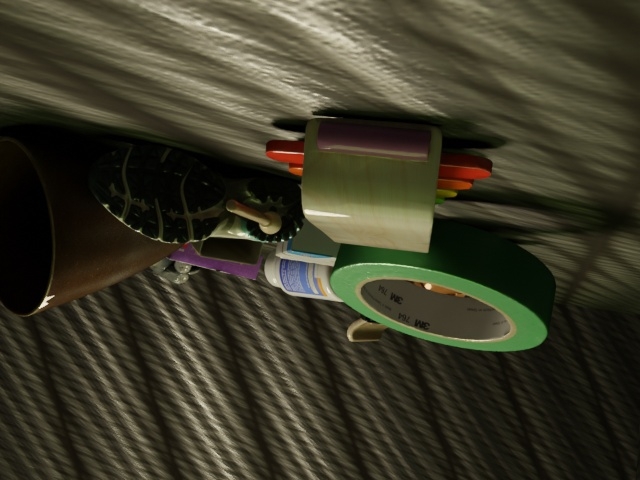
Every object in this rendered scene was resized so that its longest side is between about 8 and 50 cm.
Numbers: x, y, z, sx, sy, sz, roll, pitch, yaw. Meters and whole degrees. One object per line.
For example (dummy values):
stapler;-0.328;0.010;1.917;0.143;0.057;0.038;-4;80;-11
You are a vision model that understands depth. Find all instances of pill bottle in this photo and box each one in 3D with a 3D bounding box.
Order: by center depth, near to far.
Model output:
pill bottle;-0.024;0.077;1.606;0.152;0.152;0.272;13;173;-42

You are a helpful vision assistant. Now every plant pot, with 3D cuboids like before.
plant pot;-0.295;-0.027;0.805;0.215;0.215;0.230;3;-173;41
plant pot;-0.158;-0.029;0.984;0.109;0.109;0.096;12;-175;-38

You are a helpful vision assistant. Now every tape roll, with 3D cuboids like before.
tape roll;0.177;0.073;0.901;0.321;0.077;0.321;17;158;7

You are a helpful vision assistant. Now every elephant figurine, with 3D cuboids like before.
elephant figurine;-0.418;0.048;1.920;0.186;0.169;0.239;35;-163;12

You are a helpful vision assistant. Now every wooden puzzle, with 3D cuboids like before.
wooden puzzle;0.244;0.156;1.681;0.348;0.080;0.322;-36;162;12

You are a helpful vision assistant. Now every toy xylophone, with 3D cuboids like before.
toy xylophone;0.034;-0.045;0.641;0.236;0.081;0.323;7;174;2

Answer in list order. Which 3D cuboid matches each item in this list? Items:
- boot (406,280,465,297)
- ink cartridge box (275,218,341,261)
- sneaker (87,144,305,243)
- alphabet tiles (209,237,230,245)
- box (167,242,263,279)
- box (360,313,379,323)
boot;0.212;0.061;1.092;0.220;0.109;0.283;-25;166;37
ink cartridge box;0.000;0.000;1.143;0.139;0.082;0.190;9;175;-12
sneaker;-0.163;-0.046;0.778;0.283;0.110;0.122;12;176;-37
alphabet tiles;-0.265;-0.028;1.195;0.285;0.011;0.342;18;-179;-10
box;-0.284;0.002;1.271;0.201;0.057;0.293;18;-179;-41
box;0.190;0.089;1.263;0.190;0.184;0.045;10;-176;-12
